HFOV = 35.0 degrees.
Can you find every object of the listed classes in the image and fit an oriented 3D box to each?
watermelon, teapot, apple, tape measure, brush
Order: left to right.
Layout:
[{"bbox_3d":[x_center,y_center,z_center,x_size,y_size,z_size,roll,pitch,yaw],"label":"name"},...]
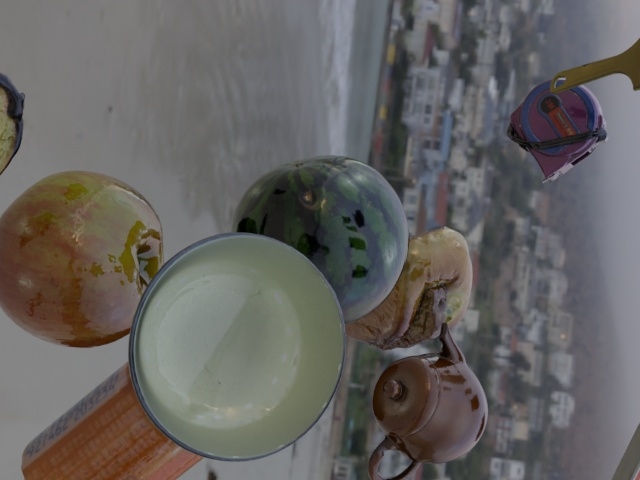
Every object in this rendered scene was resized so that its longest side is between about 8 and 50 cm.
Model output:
[{"bbox_3d":[-0.376,0.040,1.631,0.301,0.301,0.302,7,90,-87],"label":"apple"},{"bbox_3d":[0.000,0.000,1.605,0.285,0.285,0.285,7,90,-87],"label":"watermelon"},{"bbox_3d":[0.096,0.164,0.998,0.173,0.116,0.116,-61,177,-1],"label":"teapot"},{"bbox_3d":[0.320,-0.155,1.376,0.118,0.125,0.074,61,16,13],"label":"tape measure"},{"bbox_3d":[0.334,-0.200,1.166,0.205,0.011,0.083,-7,-116,60],"label":"brush"}]

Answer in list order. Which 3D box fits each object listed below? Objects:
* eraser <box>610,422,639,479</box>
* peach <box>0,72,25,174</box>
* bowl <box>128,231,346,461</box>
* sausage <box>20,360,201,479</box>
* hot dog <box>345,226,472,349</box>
[{"bbox_3d":[0.476,0.348,1.333,0.157,0.230,0.038,-65,-157,2],"label":"eraser"},{"bbox_3d":[-0.538,-0.131,1.427,0.279,0.068,0.189,-42,138,-9],"label":"peach"},{"bbox_3d":[-0.101,0.113,1.100,0.126,0.237,0.238,170,-71,-68],"label":"bowl"},{"bbox_3d":[-0.364,0.373,1.856,0.287,0.233,0.233,-40,-176,9],"label":"sausage"},{"bbox_3d":[0.156,0.113,2.085,0.405,0.185,0.223,-16,-85,61],"label":"hot dog"}]
